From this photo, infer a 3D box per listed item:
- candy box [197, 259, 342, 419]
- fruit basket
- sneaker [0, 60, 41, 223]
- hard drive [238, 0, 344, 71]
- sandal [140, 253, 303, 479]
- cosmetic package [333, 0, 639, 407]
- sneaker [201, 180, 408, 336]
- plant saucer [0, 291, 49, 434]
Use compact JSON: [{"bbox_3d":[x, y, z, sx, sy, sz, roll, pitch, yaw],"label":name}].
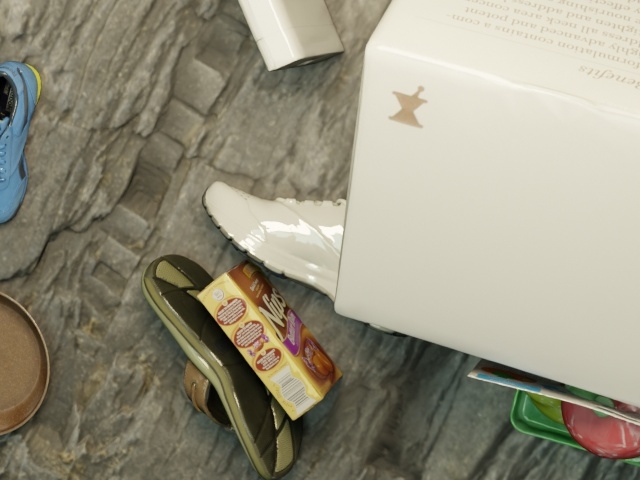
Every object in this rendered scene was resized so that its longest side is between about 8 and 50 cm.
[{"bbox_3d":[-0.058,0.114,1.703,0.053,0.109,0.187,-40,89,16],"label":"candy box"},{"bbox_3d":[0.327,0.154,1.494,0.327,0.353,0.165,15,89,11],"label":"fruit basket"},{"bbox_3d":[-0.398,-0.119,1.761,0.069,0.082,0.209,15,104,9],"label":"sneaker"},{"bbox_3d":[-0.081,-0.359,1.563,0.047,0.233,0.353,-21,94,16],"label":"hard drive"},{"bbox_3d":[-0.123,0.155,1.735,0.086,0.120,0.303,-38,83,34],"label":"sandal"},{"bbox_3d":[0.234,-0.120,1.392,0.329,0.394,0.327,17,133,11],"label":"cosmetic package"},{"bbox_3d":[0.000,0.000,1.687,0.297,0.111,0.129,28,89,4],"label":"sneaker"},{"bbox_3d":[-0.434,0.152,1.838,0.198,0.036,0.199,2,101,13],"label":"plant saucer"}]
